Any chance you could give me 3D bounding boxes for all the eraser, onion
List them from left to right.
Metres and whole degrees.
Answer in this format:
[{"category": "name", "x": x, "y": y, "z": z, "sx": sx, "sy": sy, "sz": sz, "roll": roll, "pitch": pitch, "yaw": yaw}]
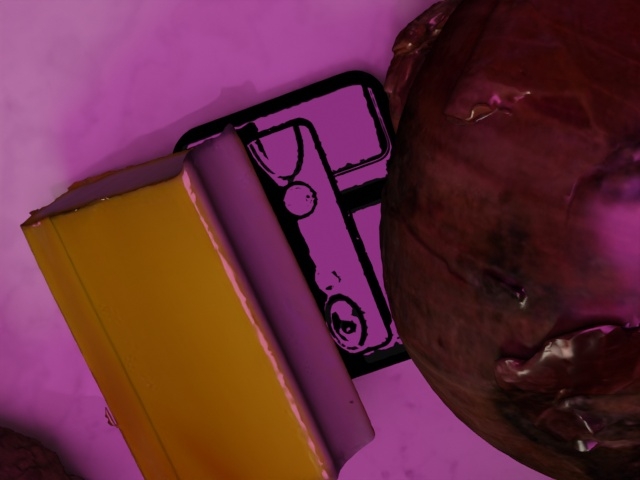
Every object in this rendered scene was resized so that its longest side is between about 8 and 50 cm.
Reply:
[{"category": "eraser", "x": -0.079, "y": 0.057, "z": 1.040, "sx": 0.158, "sy": 0.069, "sz": 0.226, "roll": -16, "pitch": 105, "yaw": 36}, {"category": "onion", "x": 0.183, "y": -0.031, "z": 0.900, "sx": 0.353, "sy": 0.353, "sz": 0.354, "roll": 0, "pitch": 105, "yaw": 2}]

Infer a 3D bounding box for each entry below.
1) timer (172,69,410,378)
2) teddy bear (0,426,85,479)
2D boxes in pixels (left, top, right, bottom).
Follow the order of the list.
[{"category": "timer", "x": 0.000, "y": 0.000, "z": 1.058, "sx": 0.144, "sy": 0.055, "sz": 0.187, "roll": -20, "pitch": 104, "yaw": 7}, {"category": "teddy bear", "x": -0.223, "y": 0.221, "z": 1.098, "sx": 0.177, "sy": 0.140, "sz": 0.190, "roll": 37, "pitch": 113, "yaw": 19}]
